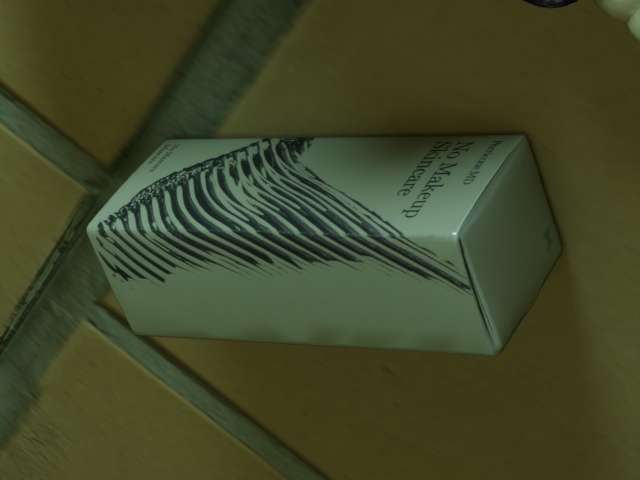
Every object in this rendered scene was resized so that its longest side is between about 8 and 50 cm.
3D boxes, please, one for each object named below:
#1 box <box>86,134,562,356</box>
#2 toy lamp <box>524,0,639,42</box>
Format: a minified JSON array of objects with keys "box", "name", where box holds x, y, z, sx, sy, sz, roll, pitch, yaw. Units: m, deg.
[{"box":[0.000,0.000,1.202,0.275,0.113,0.094,0,126,33],"name":"box"},{"box":[0.228,-0.070,1.006,0.274,0.080,0.080,37,139,-3],"name":"toy lamp"}]
